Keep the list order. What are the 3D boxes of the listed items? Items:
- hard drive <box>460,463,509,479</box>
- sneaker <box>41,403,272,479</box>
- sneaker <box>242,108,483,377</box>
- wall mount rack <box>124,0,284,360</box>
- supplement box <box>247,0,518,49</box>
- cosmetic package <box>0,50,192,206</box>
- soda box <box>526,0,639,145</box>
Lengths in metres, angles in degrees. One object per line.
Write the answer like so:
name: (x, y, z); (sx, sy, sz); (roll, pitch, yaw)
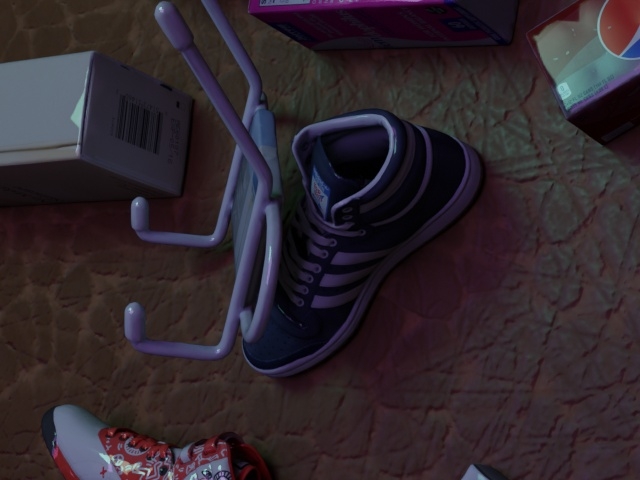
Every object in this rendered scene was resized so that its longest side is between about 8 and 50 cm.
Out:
hard drive: (0.115, 0.386, 1.074); (0.233, 0.047, 0.353); (36, 98, 35)
sneaker: (-0.138, 0.211, 1.266); (0.145, 0.090, 0.270); (-50, 60, 11)
sneaker: (0.000, 0.000, 1.189); (0.282, 0.153, 0.099); (-46, 56, 15)
wall mount rack: (-0.097, -0.080, 1.166); (0.350, 0.130, 0.304); (-101, 22, -61)
supplement box: (0.059, -0.242, 1.242); (0.220, 0.111, 0.114); (5, 81, 35)
cosmetic package: (-0.303, -0.107, 1.419); (0.309, 0.160, 0.113); (-3, 76, 34)
soda box: (0.301, -0.185, 1.081); (0.263, 0.083, 0.092); (-31, 63, 23)
